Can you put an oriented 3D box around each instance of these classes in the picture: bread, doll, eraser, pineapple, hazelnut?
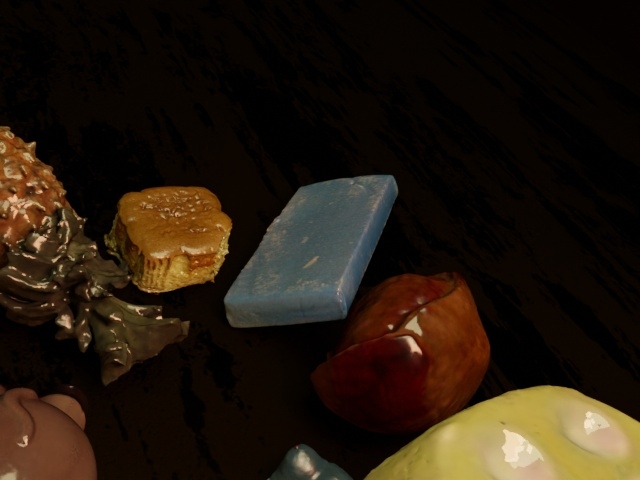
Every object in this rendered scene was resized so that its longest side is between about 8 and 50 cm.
[{"bbox_3d":[-0.170,-0.002,0.842,0.140,0.069,0.128,-9,47,-39],"label":"bread"},{"bbox_3d":[-0.228,0.196,0.485,0.181,0.117,0.257,13,34,-17],"label":"doll"},{"bbox_3d":[0.000,0.000,0.903,0.144,0.043,0.312,-6,27,22],"label":"eraser"},{"bbox_3d":[-0.266,0.012,0.716,0.310,0.141,0.170,39,10,8],"label":"pineapple"},{"bbox_3d":[-0.007,0.225,0.652,0.083,0.051,0.076,36,39,14],"label":"doll"},{"bbox_3d":[0.086,0.114,0.750,0.201,0.170,0.160,3,37,-46],"label":"hazelnut"}]

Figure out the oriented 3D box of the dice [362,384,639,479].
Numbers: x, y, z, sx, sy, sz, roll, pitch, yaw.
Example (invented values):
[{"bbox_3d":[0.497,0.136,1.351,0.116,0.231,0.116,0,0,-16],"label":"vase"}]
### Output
[{"bbox_3d":[0.145,0.272,0.499,0.254,0.250,0.252,-8,46,-40],"label":"dice"}]
